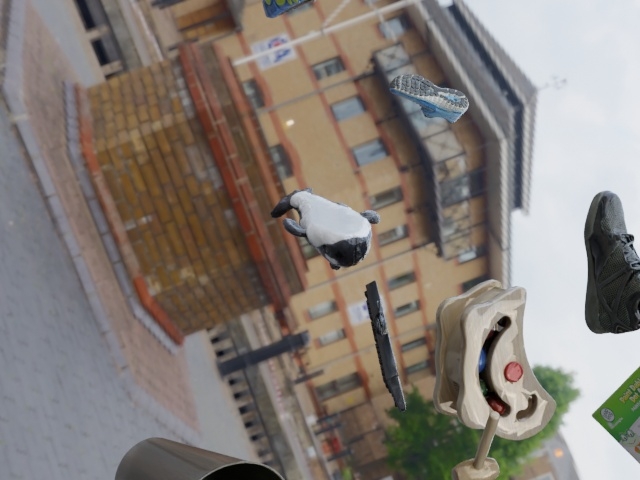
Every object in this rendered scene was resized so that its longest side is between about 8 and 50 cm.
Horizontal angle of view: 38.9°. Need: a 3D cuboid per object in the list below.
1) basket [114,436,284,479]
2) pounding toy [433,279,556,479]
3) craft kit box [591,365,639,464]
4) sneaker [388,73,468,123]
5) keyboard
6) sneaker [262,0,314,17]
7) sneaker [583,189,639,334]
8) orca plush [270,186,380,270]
[{"bbox_3d":[-0.193,0.376,1.331,0.227,0.204,0.154,4,-91,48],"label":"basket"},{"bbox_3d":[0.254,0.196,1.218,0.155,0.154,0.269,-166,-104,-67],"label":"pounding toy"},{"bbox_3d":[0.507,0.250,1.171,0.246,0.061,0.250,46,-36,20],"label":"craft kit box"},{"bbox_3d":[0.210,-0.276,1.819,0.073,0.162,0.063,112,0,-48],"label":"sneaker"},{"bbox_3d":[0.083,0.131,1.211,0.180,0.023,0.108,-101,176,-51],"label":"keyboard"},{"bbox_3d":[-0.038,-0.378,1.369,0.188,0.078,0.067,12,-65,62],"label":"sneaker"},{"bbox_3d":[0.479,0.032,1.408,0.130,0.087,0.227,-6,-101,51],"label":"sneaker"},{"bbox_3d":[0.000,0.000,1.453,0.287,0.151,0.102,24,-59,52],"label":"orca plush"}]
